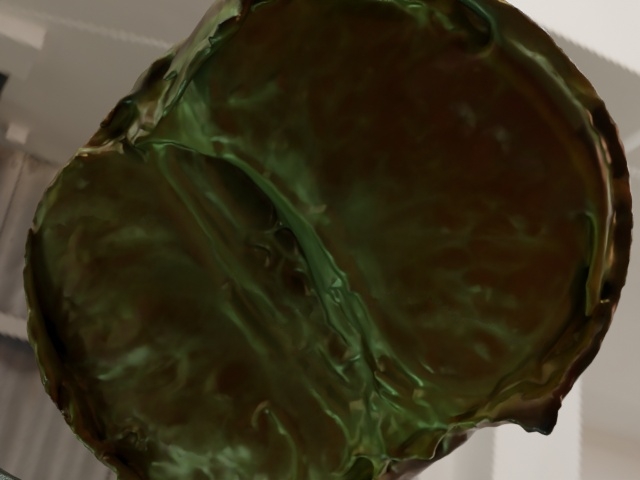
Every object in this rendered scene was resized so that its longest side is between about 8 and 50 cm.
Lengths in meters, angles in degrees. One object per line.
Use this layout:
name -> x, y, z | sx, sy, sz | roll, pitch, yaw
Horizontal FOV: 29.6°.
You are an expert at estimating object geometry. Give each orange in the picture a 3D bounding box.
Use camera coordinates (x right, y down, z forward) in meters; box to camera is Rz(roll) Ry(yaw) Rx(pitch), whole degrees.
orange -> 0.001, -0.004, 0.666 | 0.262, 0.334, 0.196 | 40, -150, -9

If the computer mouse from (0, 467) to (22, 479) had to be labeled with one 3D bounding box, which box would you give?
computer mouse -> -0.188, 0.110, 0.290 | 0.373, 0.114, 0.203 | 23, -114, 5
